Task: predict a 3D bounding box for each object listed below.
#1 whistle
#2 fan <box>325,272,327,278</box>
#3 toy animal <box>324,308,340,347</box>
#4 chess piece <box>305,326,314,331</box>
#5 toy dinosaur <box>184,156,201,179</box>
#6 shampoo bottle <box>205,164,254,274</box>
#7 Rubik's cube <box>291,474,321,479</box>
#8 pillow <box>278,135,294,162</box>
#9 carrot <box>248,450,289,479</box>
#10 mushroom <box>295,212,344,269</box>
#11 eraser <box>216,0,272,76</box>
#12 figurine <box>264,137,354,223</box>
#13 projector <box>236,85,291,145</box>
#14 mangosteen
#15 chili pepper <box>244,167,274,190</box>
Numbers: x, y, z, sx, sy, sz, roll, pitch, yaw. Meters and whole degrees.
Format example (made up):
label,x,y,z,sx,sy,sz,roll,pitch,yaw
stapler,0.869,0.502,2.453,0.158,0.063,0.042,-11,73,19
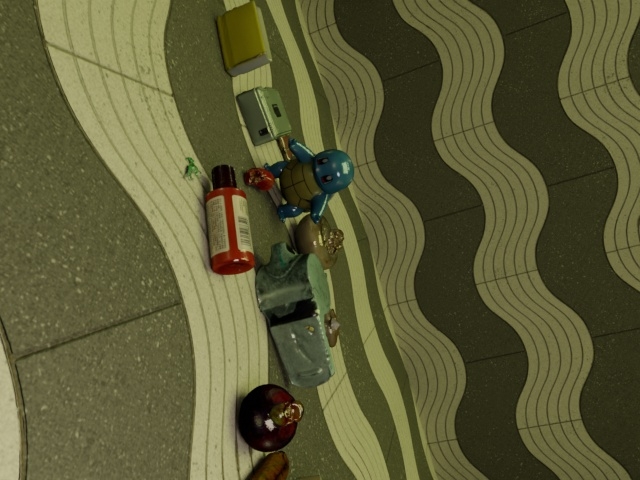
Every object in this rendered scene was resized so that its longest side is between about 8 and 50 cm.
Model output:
label,x,y,z,sx,sy,sz,roll,pitch,yaw
whistle,-0.067,0.210,1.351,0.188,0.168,0.405,47,30,-60
fan,0.021,0.212,1.946,0.193,0.016,0.038,-89,160,-44
toy animal,0.027,0.310,1.761,0.179,0.089,0.188,81,-2,-70
chess piece,-0.049,0.286,1.559,0.172,0.060,0.060,41,36,-59
toy dinosaur,-0.319,-0.180,1.149,0.083,0.021,0.062,2,65,-78
shampoo bottle,-0.231,-0.060,1.170,0.104,0.104,0.278,39,38,-64
Rubik's cube,-0.026,0.655,0.997,0.265,0.212,0.224,-99,-179,-66
pillow,-0.134,-0.385,1.964,0.126,0.043,0.233,-67,137,-65
carrot,-0.133,0.528,0.995,0.260,0.070,0.070,-3,77,-72
mushroom,0.000,0.000,1.787,0.226,0.178,0.226,45,34,-43
eraser,-0.264,-0.687,1.599,0.069,0.158,0.226,30,45,-71
figurine,-0.055,-0.192,1.662,0.416,0.243,0.298,161,-80,-66
projector,-0.197,-0.462,1.717,0.257,0.099,0.192,-59,130,-70
mangosteen,-0.108,0.399,1.057,0.152,0.152,0.153,-16,90,-75
chili pepper,-0.194,-0.199,1.517,0.070,0.073,0.123,43,7,13
